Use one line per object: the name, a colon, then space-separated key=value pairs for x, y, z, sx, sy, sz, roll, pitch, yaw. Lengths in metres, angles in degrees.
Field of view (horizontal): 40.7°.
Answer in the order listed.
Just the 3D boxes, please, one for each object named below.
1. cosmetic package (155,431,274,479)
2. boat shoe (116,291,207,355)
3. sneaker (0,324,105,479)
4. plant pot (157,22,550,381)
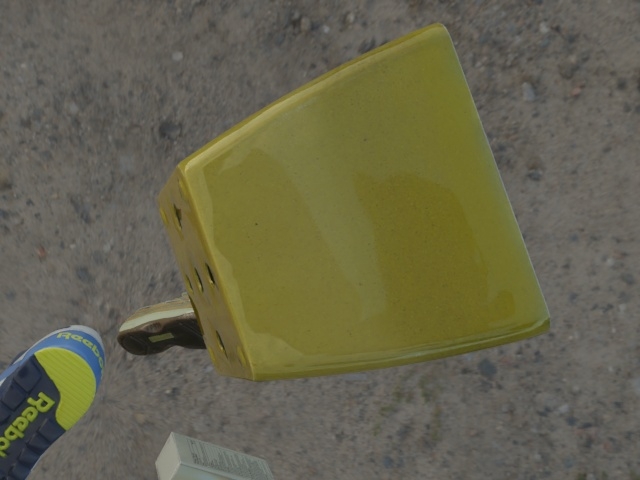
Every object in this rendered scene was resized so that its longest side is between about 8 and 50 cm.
cosmetic package: x=-0.107 y=0.242 z=0.885 sx=0.115 sy=0.060 sz=0.041 roll=24 pitch=101 yaw=-24
boat shoe: x=-0.168 y=0.093 z=1.079 sx=0.190 sy=0.068 sz=0.072 roll=-8 pitch=41 yaw=23
sneaker: x=-0.172 y=0.101 z=0.489 sx=0.144 sy=0.059 sz=0.053 roll=-39 pitch=107 yaw=16
plant pot: x=0.000 y=0.000 z=0.613 sx=0.187 sy=0.212 sz=0.212 roll=-20 pitch=89 yaw=-18
